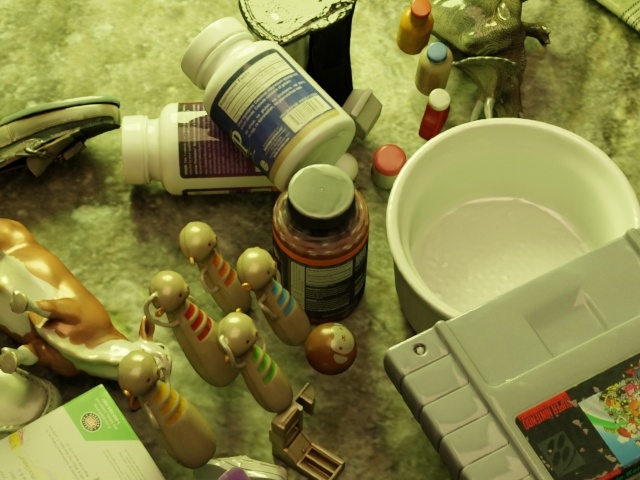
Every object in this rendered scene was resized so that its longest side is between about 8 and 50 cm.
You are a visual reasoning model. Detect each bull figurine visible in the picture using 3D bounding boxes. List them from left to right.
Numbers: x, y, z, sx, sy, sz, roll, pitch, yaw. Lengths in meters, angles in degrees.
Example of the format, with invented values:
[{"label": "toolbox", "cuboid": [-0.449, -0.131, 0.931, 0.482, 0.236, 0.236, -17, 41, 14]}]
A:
[{"label": "bull figurine", "cuboid": [-0.298, 0.073, 1.754, 0.310, 0.188, 0.101, 36, 99, 28]}]

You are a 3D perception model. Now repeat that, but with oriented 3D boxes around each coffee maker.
[{"label": "coffee maker", "cuboid": [-0.005, -0.229, 1.925, 0.171, 0.178, 0.120, -8, 60, -3]}]

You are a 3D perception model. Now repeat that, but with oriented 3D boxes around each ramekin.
[{"label": "ramekin", "cuboid": [0.208, 0.014, 1.803, 0.277, 0.135, 0.277, 0, 59, 0]}]

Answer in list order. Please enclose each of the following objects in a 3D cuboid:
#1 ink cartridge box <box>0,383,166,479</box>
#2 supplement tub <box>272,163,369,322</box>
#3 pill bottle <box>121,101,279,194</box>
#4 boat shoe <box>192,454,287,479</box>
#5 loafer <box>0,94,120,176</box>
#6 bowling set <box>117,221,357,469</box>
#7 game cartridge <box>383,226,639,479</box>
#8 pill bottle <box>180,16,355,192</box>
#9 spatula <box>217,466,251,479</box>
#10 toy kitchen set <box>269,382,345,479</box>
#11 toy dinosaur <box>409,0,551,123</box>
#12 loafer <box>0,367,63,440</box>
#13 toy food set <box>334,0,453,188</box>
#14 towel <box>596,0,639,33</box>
[{"label": "ink cartridge box", "cuboid": [-0.273, 0.271, 1.662, 0.212, 0.093, 0.154, -28, 62, -19]}, {"label": "supplement tub", "cuboid": [0.000, 0.000, 1.772, 0.106, 0.198, 0.106, 0, 57, -1]}, {"label": "pill bottle", "cuboid": [-0.129, -0.107, 1.889, 0.193, 0.108, 0.108, -2, 58, -3]}, {"label": "boat shoe", "cuboid": [-0.083, 0.242, 1.720, 0.100, 0.035, 0.035, 7, 31, 8]}, {"label": "loafer", "cuboid": [-0.355, -0.098, 1.905, 0.267, 0.096, 0.084, -14, 79, -2]}, {"label": "bowling set", "cuboid": [-0.074, 0.078, 1.684, 0.200, 0.154, 0.287, -15, 39, 21]}, {"label": "game cartridge", "cuboid": [0.270, 0.129, 1.620, 0.355, 0.068, 0.230, -25, 57, -15]}, {"label": "pill bottle", "cuboid": [-0.062, -0.152, 1.790, 0.112, 0.112, 0.187, -37, 73, -21]}, {"label": "spatula", "cuboid": [-0.171, 0.347, 1.647, 0.296, 0.030, 0.084, -37, 101, -16]}, {"label": "toy kitchen set", "cuboid": [-0.004, 0.200, 1.714, 0.075, 0.083, 0.068, 31, 63, 17]}, {"label": "toy dinosaur", "cuboid": [0.183, -0.284, 1.998, 0.160, 0.121, 0.313, -24, 64, -22]}, {"label": "loafer", "cuboid": [-0.431, 0.150, 1.723, 0.319, 0.111, 0.112, 8, 58, 4]}, {"label": "toy food set", "cuboid": [0.090, -0.159, 1.902, 0.111, 0.104, 0.232, 31, 75, 7]}, {"label": "towel", "cuboid": [0.487, -0.356, 2.095, 0.312, 0.056, 0.324, -39, 68, -19]}]
